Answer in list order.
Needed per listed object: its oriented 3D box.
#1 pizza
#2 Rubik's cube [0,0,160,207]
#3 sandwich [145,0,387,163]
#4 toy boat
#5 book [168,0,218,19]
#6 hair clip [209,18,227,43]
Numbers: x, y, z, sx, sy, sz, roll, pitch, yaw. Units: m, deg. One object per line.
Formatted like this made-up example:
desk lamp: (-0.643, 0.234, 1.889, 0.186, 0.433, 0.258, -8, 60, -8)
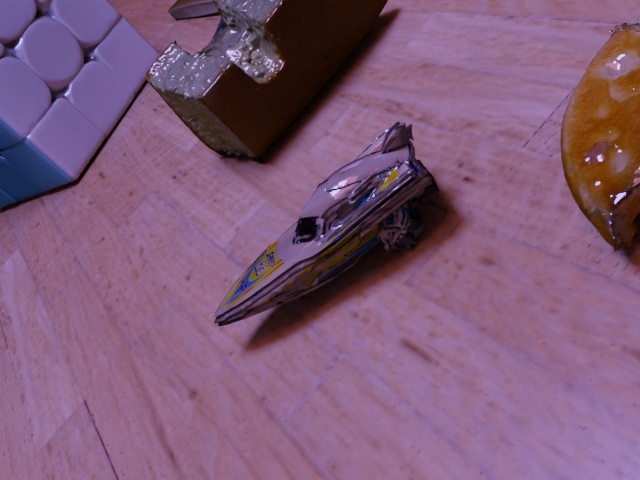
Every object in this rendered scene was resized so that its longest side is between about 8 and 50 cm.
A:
pizza: (0.201, -0.076, 0.470, 0.131, 0.041, 0.178, -29, 34, 30)
Rubik's cube: (-0.490, -0.262, 1.281, 0.291, 0.290, 0.291, -10, 45, 43)
sandwich: (-0.048, -0.202, 0.842, 0.236, 0.128, 0.122, -50, 39, -7)
toy boat: (0.000, 0.000, 0.597, 0.210, 0.066, 0.084, -39, 30, 12)
book: (-0.086, -0.524, 1.365, 0.389, 0.032, 0.269, -51, 30, -11)
hair clip: (-0.146, -0.277, 1.133, 0.070, 0.039, 0.230, -9, 47, 43)
